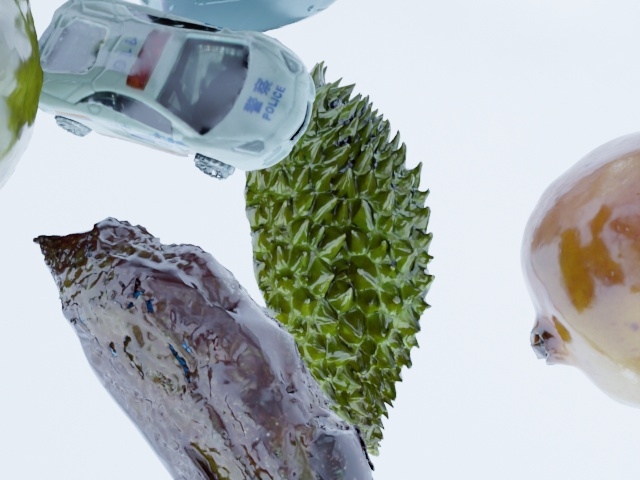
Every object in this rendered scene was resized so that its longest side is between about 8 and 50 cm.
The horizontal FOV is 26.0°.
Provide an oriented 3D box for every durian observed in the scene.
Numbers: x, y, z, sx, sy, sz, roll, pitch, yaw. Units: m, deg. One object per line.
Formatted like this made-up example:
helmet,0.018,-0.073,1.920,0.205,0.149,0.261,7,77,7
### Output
durian,0.002,-0.008,1.181,0.169,0.157,0.355,116,154,-60

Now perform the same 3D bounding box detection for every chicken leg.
chicken leg,-0.042,0.068,0.568,0.234,0.063,0.105,52,134,10

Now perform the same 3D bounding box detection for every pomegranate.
pomegranate,0.309,0.033,1.281,0.264,0.264,0.264,-27,56,47

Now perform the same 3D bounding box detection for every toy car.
toy car,-0.099,-0.103,0.886,0.205,0.056,0.095,17,75,29

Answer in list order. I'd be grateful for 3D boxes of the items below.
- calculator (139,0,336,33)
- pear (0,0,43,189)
calculator,-0.018,-0.229,1.045,0.041,0.299,0.185,49,128,17
pear,-0.340,-0.132,0.756,0.413,0.352,0.352,22,95,42
